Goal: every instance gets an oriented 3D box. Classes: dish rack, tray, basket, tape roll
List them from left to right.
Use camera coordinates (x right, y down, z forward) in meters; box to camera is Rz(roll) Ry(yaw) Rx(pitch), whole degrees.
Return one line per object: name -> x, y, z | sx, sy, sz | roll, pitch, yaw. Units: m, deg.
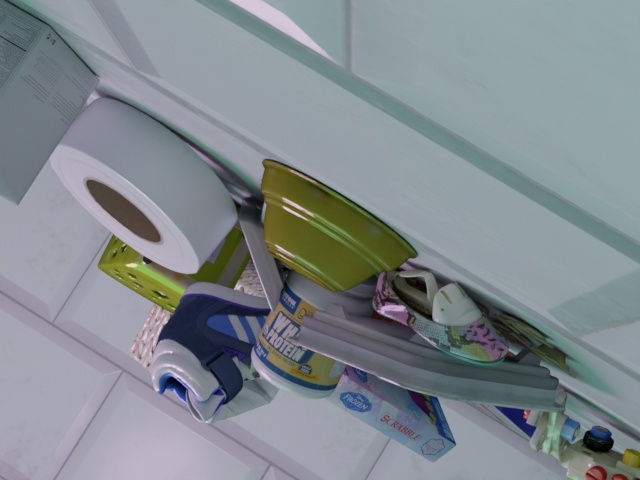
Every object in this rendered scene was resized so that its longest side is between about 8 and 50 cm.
tape roll -> -0.264, -0.078, 1.691 | 0.286, 0.100, 0.286 | 33, 160, 13
basket -> -0.199, 0.196, 2.600 | 0.266, 0.328, 0.331 | 36, -165, 20
tray -> -0.086, 0.014, 1.754 | 0.270, 0.030, 0.145 | -107, -1, -81
dish rack -> 0.145, 0.153, 1.561 | 0.285, 0.072, 0.332 | 11, -179, -36

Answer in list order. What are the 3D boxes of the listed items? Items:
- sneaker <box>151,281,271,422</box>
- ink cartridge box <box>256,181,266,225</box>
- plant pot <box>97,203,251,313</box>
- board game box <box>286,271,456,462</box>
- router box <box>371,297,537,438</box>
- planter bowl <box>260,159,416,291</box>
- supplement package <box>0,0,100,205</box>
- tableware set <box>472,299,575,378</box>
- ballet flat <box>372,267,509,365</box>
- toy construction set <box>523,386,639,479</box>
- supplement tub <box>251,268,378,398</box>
sneaker -> -0.116, 0.213, 1.872 | 0.322, 0.236, 0.130 | 16, 145, 5
ink cartridge box -> -0.020, -0.012, 1.598 | 0.145, 0.045, 0.179 | 30, 176, 15
plant pot -> -0.241, 0.008, 2.063 | 0.228, 0.227, 0.207 | 31, 168, -16
board game box -> 0.093, 0.221, 2.125 | 0.318, 0.066, 0.319 | 35, -157, -38
router box -> 0.216, 0.198, 1.922 | 0.301, 0.082, 0.335 | 29, 173, 29
planter bowl -> 0.000, 0.000, 1.357 | 0.217, 0.090, 0.217 | 31, 174, 3
supplement package -> -0.418, -0.184, 1.435 | 0.149, 0.203, 0.194 | 30, 173, 13
tableware set -> 0.241, 0.117, 1.425 | 0.141, 0.020, 0.168 | 36, 173, -33
ballet flat -> 0.140, 0.081, 1.395 | 0.076, 0.079, 0.221 | -17, -153, -31
toy construction set -> 0.448, 0.361, 1.738 | 0.327, 0.151, 0.215 | 38, -159, 23
supplement tub -> -0.006, 0.125, 1.743 | 0.144, 0.200, 0.144 | 24, -165, -6
